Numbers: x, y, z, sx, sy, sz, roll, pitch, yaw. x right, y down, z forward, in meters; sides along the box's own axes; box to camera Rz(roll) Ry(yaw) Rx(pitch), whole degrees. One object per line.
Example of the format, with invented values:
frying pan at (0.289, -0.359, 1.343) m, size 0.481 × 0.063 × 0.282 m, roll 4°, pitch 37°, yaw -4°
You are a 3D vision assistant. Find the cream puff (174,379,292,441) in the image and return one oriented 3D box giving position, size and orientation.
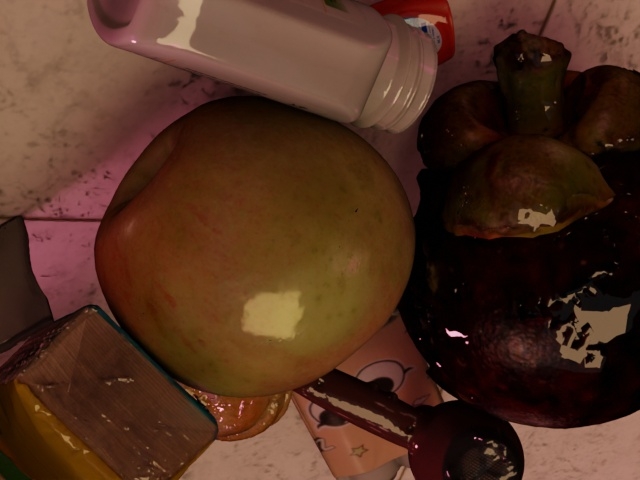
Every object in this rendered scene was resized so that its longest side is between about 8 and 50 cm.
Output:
cream puff at (-0.115, 0.146, 1.902) m, size 0.189 × 0.129 × 0.189 m, roll 10°, pitch 122°, yaw 17°

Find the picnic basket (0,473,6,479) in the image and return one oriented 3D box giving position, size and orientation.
picnic basket at (-0.397, 0.281, 1.589) m, size 0.175 × 0.228 × 0.313 m, roll -27°, pitch 132°, yaw 0°

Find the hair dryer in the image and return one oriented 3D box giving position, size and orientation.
hair dryer at (0.057, 0.188, 1.866) m, size 0.340 × 0.312 × 0.123 m, roll 28°, pitch 88°, yaw -14°

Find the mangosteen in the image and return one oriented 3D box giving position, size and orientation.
mangosteen at (0.263, 0.004, 1.750) m, size 0.381 × 0.381 × 0.421 m, roll -11°, pitch 139°, yaw -13°

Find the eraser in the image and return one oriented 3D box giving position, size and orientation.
eraser at (0.058, 0.192, 2.056) m, size 0.171 × 0.087 × 0.290 m, roll -24°, pitch 136°, yaw 1°

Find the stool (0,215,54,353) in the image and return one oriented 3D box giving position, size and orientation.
stool at (-0.450, 0.023, 1.619) m, size 0.269 × 0.170 × 0.244 m, roll -28°, pitch 137°, yaw 4°

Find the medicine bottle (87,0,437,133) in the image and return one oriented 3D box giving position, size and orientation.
medicine bottle at (-0.047, -0.197, 1.560) m, size 0.324 × 0.179 × 0.124 m, roll 14°, pitch 104°, yaw -30°

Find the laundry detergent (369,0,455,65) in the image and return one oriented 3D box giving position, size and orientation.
laundry detergent at (0.056, -0.204, 1.709) m, size 0.165 × 0.049 × 0.097 m, roll -15°, pitch 132°, yaw -5°

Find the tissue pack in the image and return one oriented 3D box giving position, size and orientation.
tissue pack at (-0.243, 0.182, 1.684) m, size 0.192 × 0.271 × 0.134 m, roll 47°, pitch 68°, yaw -8°

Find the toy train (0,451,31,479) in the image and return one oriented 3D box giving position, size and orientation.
toy train at (-0.425, 0.260, 1.843) m, size 0.243 × 0.188 × 0.132 m, roll -3°, pitch 131°, yaw -20°

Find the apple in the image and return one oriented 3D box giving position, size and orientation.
apple at (-0.072, -0.002, 1.662) m, size 0.319 × 0.319 × 0.277 m, roll -37°, pitch 115°, yaw 12°
